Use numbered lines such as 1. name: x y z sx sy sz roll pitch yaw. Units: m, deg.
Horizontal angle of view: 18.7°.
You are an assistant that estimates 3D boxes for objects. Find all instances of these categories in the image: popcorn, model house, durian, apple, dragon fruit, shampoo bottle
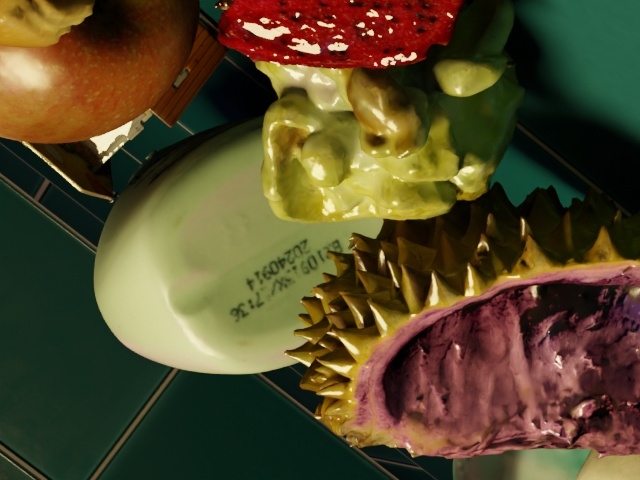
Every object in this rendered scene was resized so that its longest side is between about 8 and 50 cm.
1. popcorn: 0.037 -0.076 0.963 0.135 0.162 0.141 4 -136 -40
2. model house: -0.174 -0.164 1.333 0.219 0.136 0.207 43 -164 -19
3. durian: 0.116 0.029 1.032 0.260 0.154 0.186 -4 -153 -15
4. apple: -0.168 -0.146 1.164 0.181 0.181 0.168 41 160 -23
5. dragon fruit: 0.020 -0.137 0.850 0.106 0.083 0.162 19 148 -1
6. shampoo bottle: -0.057 -0.004 1.339 0.151 0.222 0.349 58 171 -7

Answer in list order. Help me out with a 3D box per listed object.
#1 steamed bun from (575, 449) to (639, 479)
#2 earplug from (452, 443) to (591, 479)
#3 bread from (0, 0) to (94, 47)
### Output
1. steamed bun: 0.253 0.155 1.166 0.164 0.146 0.242 22 163 41
2. earplug: 0.181 0.176 1.481 0.185 0.185 0.324 36 175 3
3. bread: -0.246 -0.221 1.004 0.344 0.149 0.195 35 -154 17
